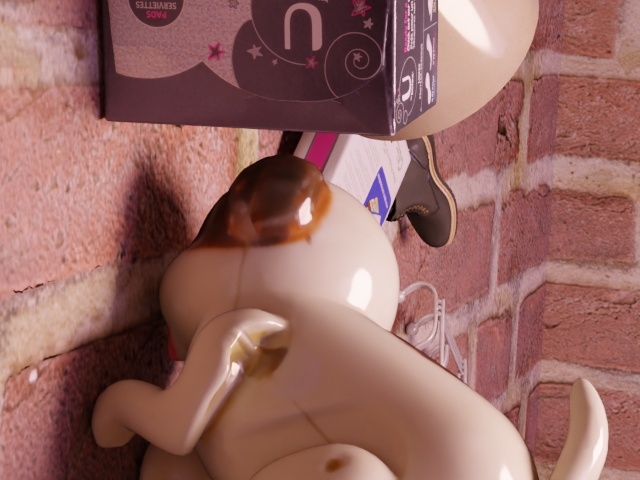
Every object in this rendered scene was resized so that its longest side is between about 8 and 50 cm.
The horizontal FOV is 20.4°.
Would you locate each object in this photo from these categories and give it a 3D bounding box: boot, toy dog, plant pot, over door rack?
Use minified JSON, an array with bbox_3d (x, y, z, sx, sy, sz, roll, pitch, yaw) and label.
[{"bbox_3d":[0.110,-0.041,2.282,0.137,0.077,0.198,-61,138,-44],"label":"boot"},{"bbox_3d":[-0.002,0.122,1.481,0.284,0.395,0.408,41,21,-53],"label":"toy dog"},{"bbox_3d":[0.044,-0.277,1.754,0.274,0.256,0.256,45,50,-47],"label":"plant pot"},{"bbox_3d":[0.155,0.248,2.377,0.239,0.108,0.324,63,15,-61],"label":"over door rack"}]

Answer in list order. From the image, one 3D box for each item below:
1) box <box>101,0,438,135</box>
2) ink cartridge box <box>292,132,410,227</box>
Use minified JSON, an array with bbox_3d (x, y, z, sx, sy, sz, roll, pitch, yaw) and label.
[{"bbox_3d":[-0.040,-0.179,1.430,0.142,0.247,0.163,-43,135,-67],"label":"box"},{"bbox_3d":[0.000,0.000,1.887,0.176,0.069,0.371,70,35,-53],"label":"ink cartridge box"}]
